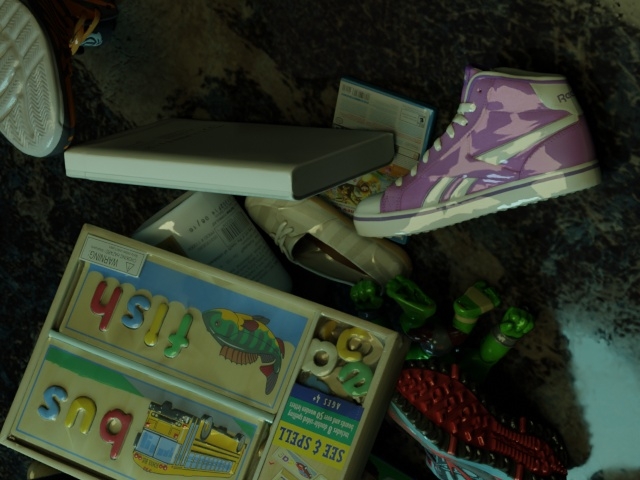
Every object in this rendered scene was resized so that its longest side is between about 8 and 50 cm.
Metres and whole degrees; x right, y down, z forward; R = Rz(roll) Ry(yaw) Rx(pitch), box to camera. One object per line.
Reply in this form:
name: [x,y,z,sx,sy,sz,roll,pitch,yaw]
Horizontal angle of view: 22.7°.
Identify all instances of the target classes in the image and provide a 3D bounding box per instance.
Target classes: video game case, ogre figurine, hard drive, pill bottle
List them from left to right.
pill bottle: [-0.108,0.051,1.879,0.131,0.131,0.229,-30,100,35]
hard drive: [-0.101,-0.095,1.772,0.308,0.203,0.040,7,108,33]
video game case: [0.062,-0.090,1.804,0.119,0.015,0.166,22,117,22]
ogre figurine: [0.125,0.106,1.779,0.097,0.197,0.118,-113,28,-47]

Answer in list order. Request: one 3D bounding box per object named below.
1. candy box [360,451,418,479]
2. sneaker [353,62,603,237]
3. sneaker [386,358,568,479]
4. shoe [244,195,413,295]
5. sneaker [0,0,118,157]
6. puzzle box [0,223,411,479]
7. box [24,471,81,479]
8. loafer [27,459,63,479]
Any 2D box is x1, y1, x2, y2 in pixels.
candy box: [-0.091,0.316,1.903,0.317,0.122,0.268,30,128,-7]
sneaker: [0.150,-0.102,1.706,0.282,0.102,0.161,-17,95,23]
sneaker: [0.146,0.227,1.759,0.262,0.104,0.125,35,138,-25]
shoe: [0.000,0.000,1.835,0.219,0.058,0.076,26,140,18]
sneaker: [-0.303,-0.230,1.856,0.124,0.180,0.321,-39,59,33]
puzzle box: [-0.133,0.166,1.727,0.409,0.052,0.272,18,84,24]
box: [-0.288,0.497,2.079,0.296,0.183,0.294,44,125,33]
loafer: [-0.370,0.373,2.198,0.050,0.056,0.148,4,109,36]
